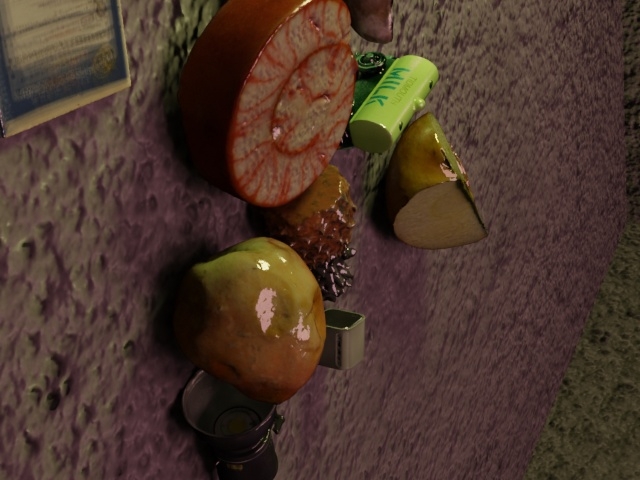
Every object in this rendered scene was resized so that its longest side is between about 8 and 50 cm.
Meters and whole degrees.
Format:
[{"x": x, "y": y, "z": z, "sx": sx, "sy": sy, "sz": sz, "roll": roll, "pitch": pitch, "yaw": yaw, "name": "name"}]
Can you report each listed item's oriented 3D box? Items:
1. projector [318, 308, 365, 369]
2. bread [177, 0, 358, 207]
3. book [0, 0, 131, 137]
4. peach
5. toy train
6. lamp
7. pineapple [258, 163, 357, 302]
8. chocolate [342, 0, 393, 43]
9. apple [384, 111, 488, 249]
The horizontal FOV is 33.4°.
[{"x": 0.032, "y": 0.178, "z": 1.932, "sx": 0.083, "sy": 0.083, "sz": 0.082, "roll": -30, "pitch": 125, "yaw": -57, "name": "projector"}, {"x": -0.070, "y": -0.203, "z": 1.512, "sx": 0.295, "sy": 0.114, "sz": 0.327, "roll": -44, "pitch": 148, "yaw": -33, "name": "bread"}, {"x": -0.307, "y": -0.298, "z": 1.194, "sx": 0.228, "sy": 0.018, "sz": 0.322, "roll": -36, "pitch": 130, "yaw": -52, "name": "book"}, {"x": -0.095, "y": 0.120, "z": 1.512, "sx": 0.214, "sy": 0.214, "sz": 0.235, "roll": -20, "pitch": 85, "yaw": -59, "name": "peach"}, {"x": 0.109, "y": -0.241, "z": 1.859, "sx": 0.253, "sy": 0.157, "sz": 0.105, "roll": -55, "pitch": 144, "yaw": -40, "name": "toy train"}, {"x": -0.119, "y": 0.299, "z": 1.647, "sx": 0.227, "sy": 0.147, "sz": 0.172, "roll": 82, "pitch": 27, "yaw": -46, "name": "lamp"}, {"x": 0.000, "y": 0.000, "z": 1.746, "sx": 0.158, "sy": 0.158, "sz": 0.278, "roll": -63, "pitch": 152, "yaw": -30, "name": "pineapple"}, {"x": 0.062, "y": -0.474, "z": 1.724, "sx": 0.185, "sy": 0.100, "sz": 0.303, "roll": -114, "pitch": -164, "yaw": -62, "name": "chocolate"}, {"x": 0.229, "y": -0.105, "z": 2.118, "sx": 0.254, "sy": 0.179, "sz": 0.346, "roll": -62, "pitch": 151, "yaw": -8, "name": "apple"}]
